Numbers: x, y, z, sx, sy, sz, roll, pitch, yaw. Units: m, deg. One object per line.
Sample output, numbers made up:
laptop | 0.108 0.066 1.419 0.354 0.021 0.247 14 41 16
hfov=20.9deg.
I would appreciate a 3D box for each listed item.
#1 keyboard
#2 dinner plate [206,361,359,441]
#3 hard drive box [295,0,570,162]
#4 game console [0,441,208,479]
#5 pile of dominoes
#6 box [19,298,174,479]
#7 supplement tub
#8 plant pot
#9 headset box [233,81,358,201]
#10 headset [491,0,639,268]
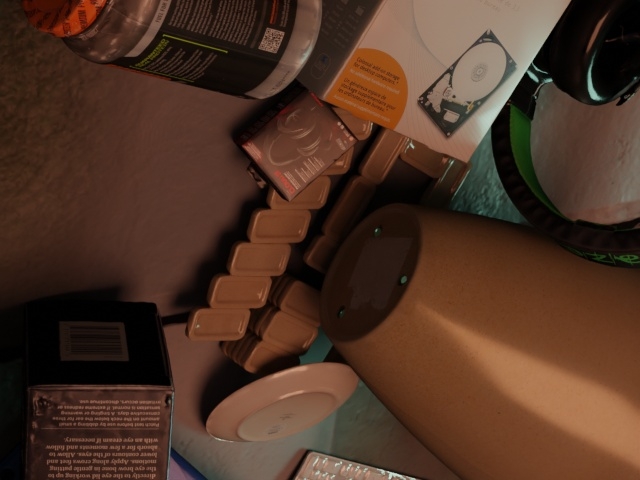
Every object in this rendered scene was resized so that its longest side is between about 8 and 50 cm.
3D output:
keyboard | 0.059 0.259 1.709 0.256 0.014 0.072 21 107 -44
dinner plate | -0.031 0.147 1.515 0.141 0.017 0.141 -16 154 -8
hard drive box | 0.095 -0.199 1.346 0.181 0.089 0.232 18 108 -44
game console | -0.214 0.287 1.516 0.293 0.173 0.250 -45 168 0
pile of dominoes | 0.000 0.000 1.475 0.196 0.040 0.251 29 93 -45
box | -0.175 0.169 1.326 0.108 0.153 0.207 1 113 -11
supplement tub | -0.103 -0.169 1.198 0.190 0.117 0.117 10 114 -42
plant pot | 0.143 0.083 1.466 0.274 0.256 0.256 31 100 -29
headset box | -0.022 -0.076 1.371 0.083 0.032 0.062 -41 109 -6
headset | 0.293 -0.164 1.434 0.185 0.243 0.394 28 77 -56
